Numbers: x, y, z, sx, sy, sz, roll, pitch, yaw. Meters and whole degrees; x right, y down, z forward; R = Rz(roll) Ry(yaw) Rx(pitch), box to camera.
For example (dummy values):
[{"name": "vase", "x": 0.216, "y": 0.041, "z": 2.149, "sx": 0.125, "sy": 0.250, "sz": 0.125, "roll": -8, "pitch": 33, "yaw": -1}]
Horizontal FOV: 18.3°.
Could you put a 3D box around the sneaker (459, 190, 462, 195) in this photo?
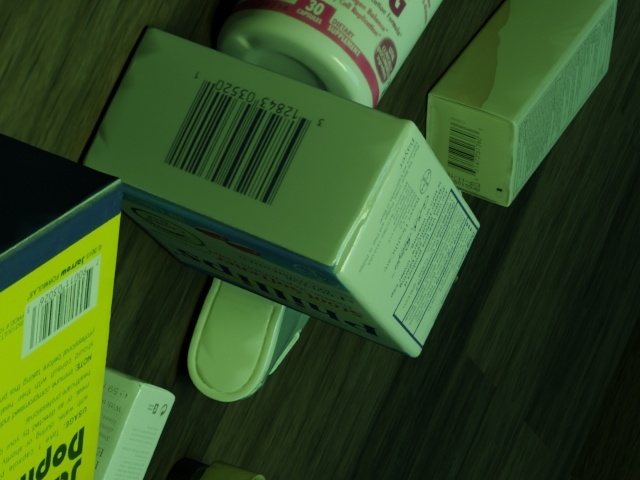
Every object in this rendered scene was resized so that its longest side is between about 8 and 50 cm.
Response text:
[{"name": "sneaker", "x": 0.156, "y": -0.065, "z": 2.533, "sx": 0.035, "sy": 0.031, "sz": 0.083, "roll": -42, "pitch": 153, "yaw": -13}]

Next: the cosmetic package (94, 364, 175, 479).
[{"name": "cosmetic package", "x": -0.229, "y": 0.217, "z": 1.735, "sx": 0.231, "sy": 0.117, "sz": 0.085, "roll": -69, "pitch": 158, "yaw": -5}]

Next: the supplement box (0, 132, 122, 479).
[{"name": "supplement box", "x": -0.282, "y": 0.114, "z": 1.400, "sx": 0.195, "sy": 0.194, "sz": 0.356, "roll": -39, "pitch": 143, "yaw": -53}]

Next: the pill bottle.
[{"name": "pill bottle", "x": 0.036, "y": -0.249, "z": 1.884, "sx": 0.283, "sy": 0.160, "sz": 0.160, "roll": -59, "pitch": 156, "yaw": -27}]

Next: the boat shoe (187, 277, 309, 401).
[{"name": "boat shoe", "x": -0.039, "y": 0.013, "z": 2.027, "sx": 0.319, "sy": 0.116, "sz": 0.099, "roll": -66, "pitch": 167, "yaw": 3}]

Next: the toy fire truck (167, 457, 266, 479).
[{"name": "toy fire truck", "x": -0.129, "y": 0.378, "z": 2.122, "sx": 0.217, "sy": 0.158, "sz": 0.246, "roll": -56, "pitch": 145, "yaw": -31}]

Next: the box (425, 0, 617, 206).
[{"name": "box", "x": 0.255, "y": -0.201, "z": 2.510, "sx": 0.311, "sy": 0.121, "sz": 0.148, "roll": -50, "pitch": 152, "yaw": -40}]

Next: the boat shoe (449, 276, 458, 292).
[{"name": "boat shoe", "x": 0.107, "y": 0.043, "z": 2.454, "sx": 0.073, "sy": 0.073, "sz": 0.207, "roll": -66, "pitch": 152, "yaw": -4}]

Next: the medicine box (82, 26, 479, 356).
[{"name": "medicine box", "x": -0.028, "y": -0.037, "z": 1.780, "sx": 0.149, "sy": 0.263, "sz": 0.289, "roll": -64, "pitch": 158, "yaw": -10}]
